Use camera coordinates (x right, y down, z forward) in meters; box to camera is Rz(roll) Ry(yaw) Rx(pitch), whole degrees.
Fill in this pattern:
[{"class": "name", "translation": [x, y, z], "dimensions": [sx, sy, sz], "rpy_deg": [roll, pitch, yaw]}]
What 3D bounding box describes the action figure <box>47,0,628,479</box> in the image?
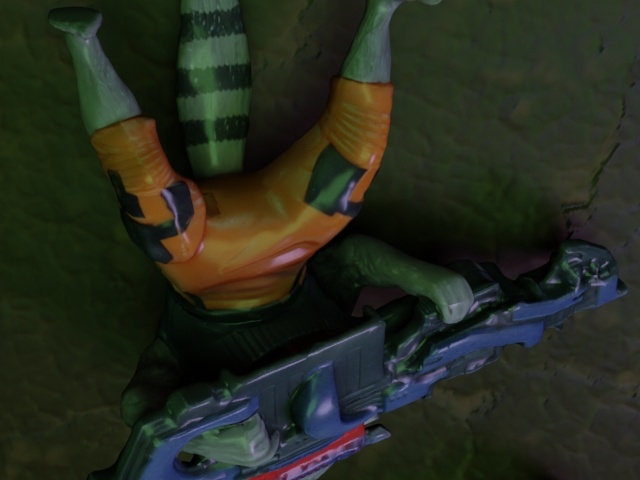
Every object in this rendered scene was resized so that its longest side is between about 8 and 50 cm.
[{"class": "action figure", "translation": [0.000, 0.000, 0.926], "dimensions": [0.341, 0.178, 0.330], "rpy_deg": [-15, 125, -25]}]
